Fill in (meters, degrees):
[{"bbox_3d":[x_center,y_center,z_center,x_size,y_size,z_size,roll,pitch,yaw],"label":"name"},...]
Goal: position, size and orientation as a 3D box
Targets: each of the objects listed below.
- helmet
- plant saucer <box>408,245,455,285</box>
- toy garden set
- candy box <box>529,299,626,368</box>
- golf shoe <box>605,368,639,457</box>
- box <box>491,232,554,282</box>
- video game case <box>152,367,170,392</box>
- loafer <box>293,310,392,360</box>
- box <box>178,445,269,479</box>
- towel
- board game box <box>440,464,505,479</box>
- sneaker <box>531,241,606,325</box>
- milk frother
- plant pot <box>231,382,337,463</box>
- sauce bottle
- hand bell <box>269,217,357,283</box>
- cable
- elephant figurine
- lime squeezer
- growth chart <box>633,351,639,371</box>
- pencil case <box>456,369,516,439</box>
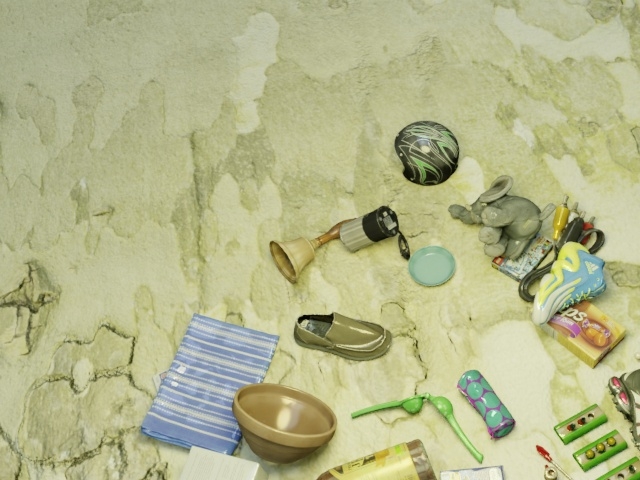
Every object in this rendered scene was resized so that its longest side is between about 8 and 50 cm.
[{"bbox_3d":[0.285,-0.240,2.141,0.169,0.161,0.169,-7,55,10],"label":"helmet"},{"bbox_3d":[0.281,0.068,2.018,0.119,0.021,0.119,-7,54,10],"label":"plant saucer"},{"bbox_3d":[0.555,0.477,1.645,0.204,0.049,0.244,-28,54,-5],"label":"toy garden set"},{"bbox_3d":[0.586,0.191,1.833,0.109,0.053,0.187,-39,57,-14],"label":"candy box"},{"bbox_3d":[0.686,0.380,1.625,0.120,0.105,0.272,-29,50,18],"label":"golf shoe"},{"bbox_3d":[0.500,0.034,1.979,0.094,0.027,0.137,34,70,30],"label":"box"},{"bbox_3d":[-0.351,0.348,1.997,0.122,0.011,0.087,-26,54,-4],"label":"video game case"},{"bbox_3d":[0.047,0.225,1.929,0.251,0.087,0.094,3,57,17],"label":"loafer"},{"bbox_3d":[-0.221,0.548,1.775,0.170,0.091,0.130,9,59,20],"label":"box"},{"bbox_3d":[-0.268,0.347,1.947,0.243,0.040,0.336,13,60,15],"label":"towel"},{"bbox_3d":[0.325,0.572,1.650,0.136,0.035,0.201,-8,55,10],"label":"board game box"},{"bbox_3d":[0.570,0.107,1.809,0.126,0.091,0.240,21,61,25],"label":"sneaker"},{"bbox_3d":[0.147,-0.002,2.062,0.135,0.129,0.143,-23,78,42],"label":"milk frother"},{"bbox_3d":[-0.090,0.420,1.789,0.237,0.237,0.109,24,106,28],"label":"plant pot"},{"bbox_3d":[0.071,0.525,1.701,0.344,0.111,0.111,-19,54,-1],"label":"sauce bottle"},{"bbox_3d":[0.000,0.000,2.103,0.242,0.126,0.126,-30,53,-20],"label":"hand bell"},{"bbox_3d":[0.583,0.039,1.944,0.139,0.072,0.287,33,84,-12],"label":"cable"},{"bbox_3d":[0.439,-0.077,1.981,0.186,0.169,0.239,6,30,-7],"label":"elephant figurine"},{"bbox_3d":[0.227,0.393,1.799,0.310,0.059,0.110,14,91,21],"label":"lime squeezer"},{"bbox_3d":[0.758,0.335,1.687,0.172,0.021,0.237,-15,56,23],"label":"growth chart"},{"bbox_3d":[0.362,0.361,1.767,0.070,0.064,0.151,-21,51,-20],"label":"pencil case"}]
